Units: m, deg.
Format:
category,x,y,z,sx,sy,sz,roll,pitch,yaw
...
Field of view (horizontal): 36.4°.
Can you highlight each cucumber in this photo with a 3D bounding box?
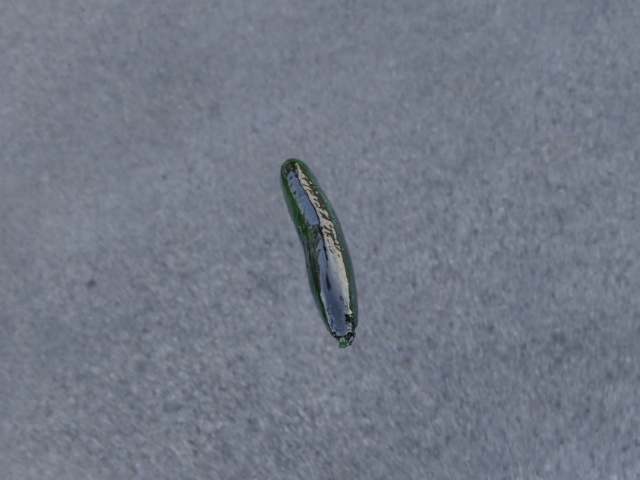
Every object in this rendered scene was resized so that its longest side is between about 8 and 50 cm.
category,x,y,z,sx,sy,sz,roll,pitch,yaw
cucumber,0.000,0.000,0.697,0.036,0.033,0.184,-15,43,-4
